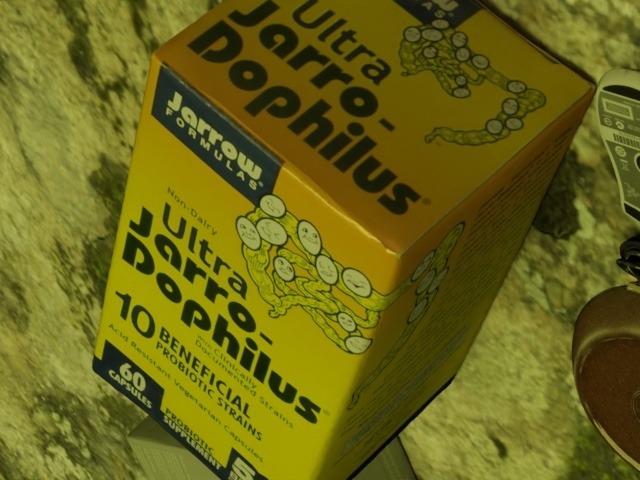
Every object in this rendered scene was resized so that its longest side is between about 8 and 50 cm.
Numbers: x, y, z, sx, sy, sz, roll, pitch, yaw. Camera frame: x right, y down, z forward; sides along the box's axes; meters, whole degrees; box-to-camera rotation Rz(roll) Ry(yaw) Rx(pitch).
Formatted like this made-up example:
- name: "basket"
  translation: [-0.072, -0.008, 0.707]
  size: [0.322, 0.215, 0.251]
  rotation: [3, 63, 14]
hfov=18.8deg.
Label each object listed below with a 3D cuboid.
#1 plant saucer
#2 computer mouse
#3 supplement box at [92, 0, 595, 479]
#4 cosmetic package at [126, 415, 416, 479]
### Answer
- name: "plant saucer"
  translation: [0.226, 0.106, 1.249]
  size: [0.168, 0.029, 0.168]
  rotation: [31, 142, 27]
- name: "computer mouse"
  translation: [0.209, -0.030, 1.121]
  size: [0.106, 0.042, 0.193]
  rotation: [25, 146, 40]
- name: "supplement box"
  translation: [0.000, 0.000, 1.255]
  size: [0.194, 0.195, 0.356]
  rotation: [39, 146, 15]
- name: "cosmetic package"
  translation: [-0.036, 0.196, 1.588]
  size: [0.238, 0.107, 0.127]
  rotation: [5, 127, 44]
